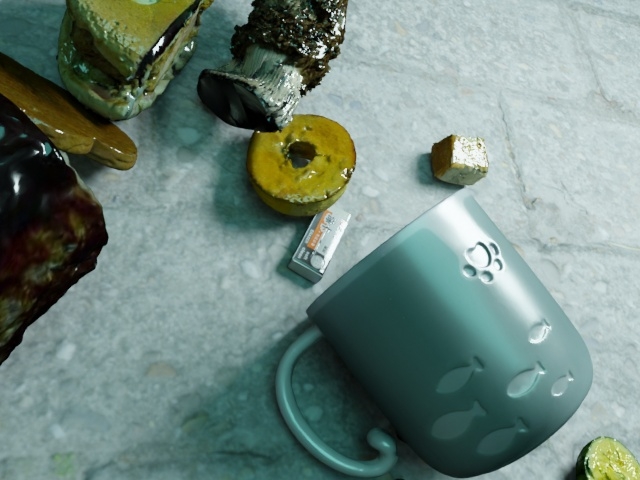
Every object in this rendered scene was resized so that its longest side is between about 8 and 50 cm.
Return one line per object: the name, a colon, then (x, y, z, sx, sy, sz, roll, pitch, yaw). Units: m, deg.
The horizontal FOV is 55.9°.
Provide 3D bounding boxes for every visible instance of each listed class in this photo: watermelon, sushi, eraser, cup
watermelon: (0.400, 0.333, 0.844, 0.105, 0.062, 0.105, 13, 51, -16)
sushi: (-0.388, -0.004, 0.561, 0.281, 0.299, 0.294, 30, 57, 14)
eraser: (0.000, 0.000, 0.878, 0.052, 0.029, 0.122, 30, 56, -5)
cup: (0.124, 0.150, 0.742, 0.357, 0.259, 0.274, -38, 81, -2)

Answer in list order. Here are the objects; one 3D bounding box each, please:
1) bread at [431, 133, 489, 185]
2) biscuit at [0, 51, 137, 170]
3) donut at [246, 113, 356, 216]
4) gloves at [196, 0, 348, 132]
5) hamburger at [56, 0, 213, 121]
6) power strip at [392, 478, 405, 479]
bread: (0.235, -0.135, 1.026, 0.083, 0.077, 0.070, 9, 72, -19)
biscuit: (-0.360, -0.168, 0.737, 0.290, 0.041, 0.208, 30, 12, -29)
donut: (-0.030, -0.107, 0.890, 0.162, 0.065, 0.178, 10, 54, 4)
gloves: (-0.057, -0.307, 0.929, 0.135, 0.210, 0.312, 41, 76, -33)
hamburger: (-0.270, -0.300, 0.836, 0.192, 0.167, 0.288, 25, 49, -3)
power strip: (0.121, 0.468, 0.655, 0.092, 0.066, 0.387, -8, 67, -24)
